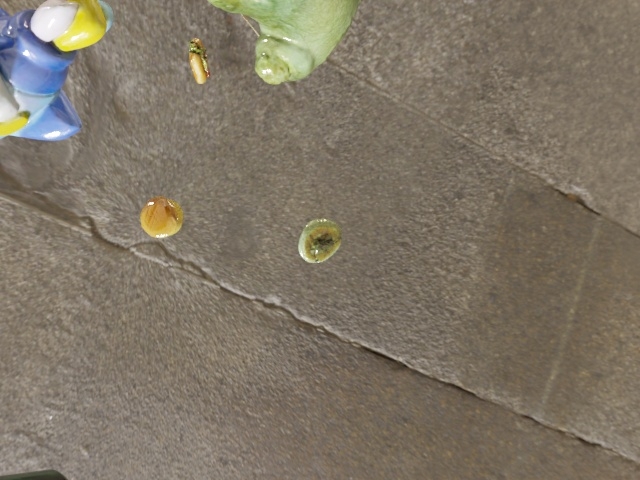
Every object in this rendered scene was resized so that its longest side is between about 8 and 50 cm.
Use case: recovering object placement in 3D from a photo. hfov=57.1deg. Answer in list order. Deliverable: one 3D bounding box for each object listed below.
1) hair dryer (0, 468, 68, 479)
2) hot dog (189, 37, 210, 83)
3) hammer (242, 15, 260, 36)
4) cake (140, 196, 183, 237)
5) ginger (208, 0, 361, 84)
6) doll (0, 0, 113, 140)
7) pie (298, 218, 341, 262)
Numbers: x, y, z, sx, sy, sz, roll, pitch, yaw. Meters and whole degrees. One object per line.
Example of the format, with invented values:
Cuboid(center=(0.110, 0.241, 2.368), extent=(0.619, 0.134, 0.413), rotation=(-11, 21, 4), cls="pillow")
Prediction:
Cuboid(center=(-0.251, 0.298, 0.551), extent=(0.197, 0.100, 0.057), rotation=(38, 93, 27), cls="hair dryer")
Cuboid(center=(-0.156, -0.235, 0.770), extent=(0.021, 0.083, 0.037), rotation=(9, 82, -2), cls="hot dog")
Cuboid(center=(-0.149, -0.463, 1.270), extent=(0.029, 0.014, 0.123), rotation=(-40, 115, 3), cls="hammer")
Cuboid(center=(-0.321, -0.047, 1.191), extent=(0.084, 0.044, 0.084), rotation=(1, 92, 16), cls="cake")
Cuboid(center=(-0.020, -0.210, 0.347), extent=(0.137, 0.290, 0.089), rotation=(-27, 66, -18), cls="ginger")
Cuboid(center=(-0.441, -0.180, 0.724), extent=(0.365, 0.376, 0.187), rotation=(-37, 121, -38), cls="doll")
Cuboid(center=(0.000, 0.002, 0.988), extent=(0.084, 0.021, 0.084), rotation=(-13, 116, -27), cls="pie")
